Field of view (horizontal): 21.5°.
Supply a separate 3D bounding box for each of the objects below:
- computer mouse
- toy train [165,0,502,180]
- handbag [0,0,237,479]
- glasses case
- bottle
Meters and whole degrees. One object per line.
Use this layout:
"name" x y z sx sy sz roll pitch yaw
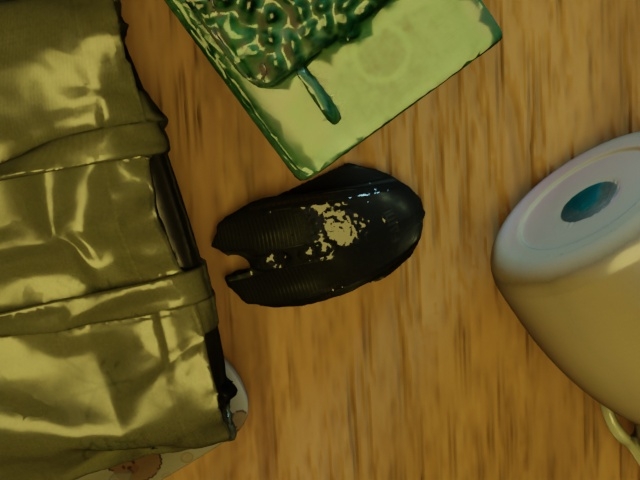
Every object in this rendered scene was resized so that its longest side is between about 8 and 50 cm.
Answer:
"computer mouse" 0.000 0.000 1.042 0.135 0.047 0.079 -14 102 3
"toy train" -0.034 -0.177 0.920 0.145 0.202 0.266 -36 105 4
"handbag" -0.199 0.002 1.001 0.253 0.109 0.316 -13 98 5
"glasses case" -0.122 0.127 1.067 0.164 0.041 0.063 -29 103 5
"bottle" 0.221 0.063 1.023 0.147 0.147 0.236 -35 110 5
